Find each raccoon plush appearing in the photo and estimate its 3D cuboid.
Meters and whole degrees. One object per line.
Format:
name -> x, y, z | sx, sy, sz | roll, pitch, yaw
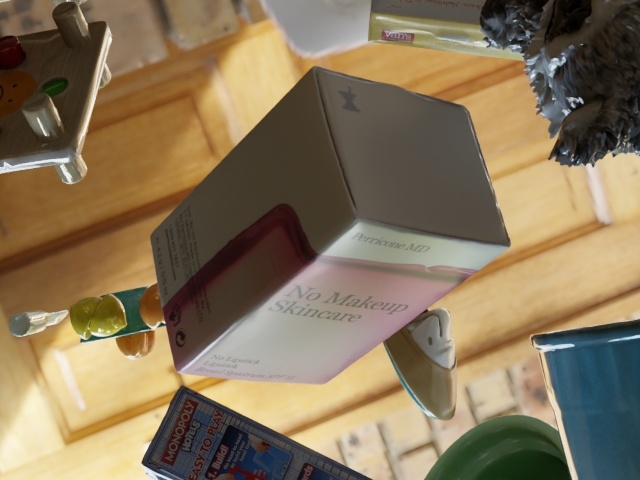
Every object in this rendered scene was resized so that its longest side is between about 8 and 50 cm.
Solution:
raccoon plush -> 0.319, -0.105, 1.021 | 0.446, 0.216, 0.299 | 31, -151, -26

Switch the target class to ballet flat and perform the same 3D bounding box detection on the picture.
ballet flat -> 0.085, 0.067, 1.280 | 0.232, 0.073, 0.080 | 59, -151, 9

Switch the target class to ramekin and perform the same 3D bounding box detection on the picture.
ramekin -> 0.234, 0.361, 1.437 | 0.148, 0.303, 0.303 | 26, -164, -28

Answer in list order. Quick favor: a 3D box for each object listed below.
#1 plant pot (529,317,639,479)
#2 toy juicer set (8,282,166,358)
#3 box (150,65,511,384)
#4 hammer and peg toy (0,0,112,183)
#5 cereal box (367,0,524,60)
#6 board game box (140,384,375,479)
plant pot -> 0.293, 0.167, 0.847 | 0.271, 0.272, 0.255 | 134, 127, -82
toy juicer set -> -0.257, 0.109, 1.602 | 0.209, 0.329, 0.089 | -10, -91, -64
box -> 0.000, 0.000, 0.953 | 0.232, 0.149, 0.126 | -41, 52, 41
hammer and peg toy -> -0.403, -0.210, 1.660 | 0.361, 0.266, 0.127 | -87, -16, -44
cereal box -> 0.142, -0.290, 1.333 | 0.047, 0.173, 0.240 | 96, -179, -53
board game box -> -0.042, 0.173, 0.864 | 0.194, 0.060, 0.194 | 34, 155, -17
